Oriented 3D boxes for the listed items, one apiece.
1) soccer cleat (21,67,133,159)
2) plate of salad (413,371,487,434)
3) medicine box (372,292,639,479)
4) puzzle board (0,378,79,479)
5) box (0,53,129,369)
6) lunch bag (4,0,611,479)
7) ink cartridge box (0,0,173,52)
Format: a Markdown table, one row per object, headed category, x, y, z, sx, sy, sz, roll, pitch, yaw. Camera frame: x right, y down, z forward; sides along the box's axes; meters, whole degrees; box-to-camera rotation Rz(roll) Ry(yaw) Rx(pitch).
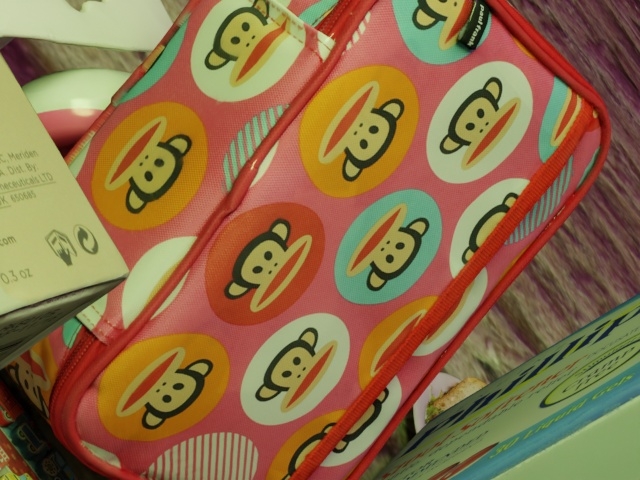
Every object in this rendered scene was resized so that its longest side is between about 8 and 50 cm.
| category | x | y | z | sx | sy | sz | roll | pitch | yaw |
| --- | --- | --- | --- | --- | --- | --- | --- | --- | --- |
| soccer cleat | -0.082 | -0.053 | 1.056 | 0.331 | 0.116 | 0.143 | 33 | 47 | -61 |
| plate of salad | 0.132 | 0.173 | 1.295 | 0.200 | 0.048 | 0.200 | 46 | 23 | -26 |
| medicine box | 0.152 | 0.147 | 1.044 | 0.149 | 0.263 | 0.289 | 55 | 27 | -1 |
| puzzle board | -0.158 | 0.087 | 0.849 | 0.128 | 0.011 | 0.096 | 53 | 21 | -7 |
| box | -0.228 | -0.074 | 0.738 | 0.311 | 0.148 | 0.121 | 60 | 27 | 6 |
| lunch bag | 0.000 | 0.000 | 0.929 | 0.120 | 0.293 | 0.258 | 42 | 5 | 39 |
| ink cartridge box | -0.235 | -0.211 | 0.953 | 0.353 | 0.119 | 0.207 | 59 | 22 | 12 |
